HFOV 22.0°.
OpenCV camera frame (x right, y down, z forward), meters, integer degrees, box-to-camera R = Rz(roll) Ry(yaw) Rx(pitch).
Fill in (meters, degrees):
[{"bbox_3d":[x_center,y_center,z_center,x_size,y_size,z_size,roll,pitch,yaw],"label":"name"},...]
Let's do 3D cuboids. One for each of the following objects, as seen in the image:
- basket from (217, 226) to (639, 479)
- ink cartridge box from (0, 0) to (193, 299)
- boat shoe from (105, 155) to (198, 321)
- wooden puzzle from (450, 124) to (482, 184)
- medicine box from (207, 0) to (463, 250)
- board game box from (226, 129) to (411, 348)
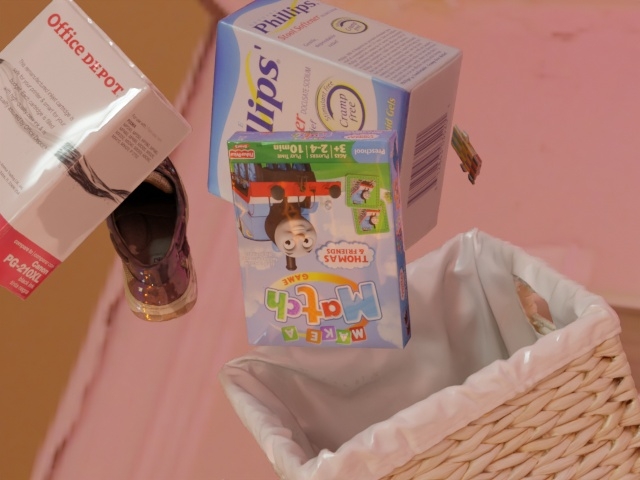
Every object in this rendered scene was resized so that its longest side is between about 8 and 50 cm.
[{"bbox_3d":[0.120,0.199,1.601,0.331,0.328,0.266,-27,-71,-10],"label":"basket"},{"bbox_3d":[-0.266,-0.092,1.578,0.237,0.172,0.100,-45,-33,0],"label":"ink cartridge box"},{"bbox_3d":[-0.191,-0.042,1.787,0.092,0.103,0.285,92,167,-48],"label":"boat shoe"},{"bbox_3d":[0.153,-0.092,1.724,0.006,0.049,0.083,-28,-16,-9],"label":"wooden puzzle"},{"bbox_3d":[0.013,-0.149,2.135,0.149,0.289,0.263,-38,-38,-48],"label":"medicine box"},{"bbox_3d":[0.000,0.000,1.580,0.039,0.160,0.211,-55,-38,-64],"label":"board game box"}]
